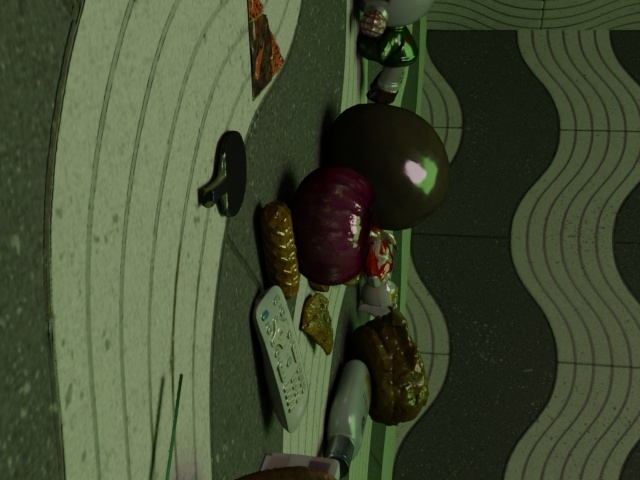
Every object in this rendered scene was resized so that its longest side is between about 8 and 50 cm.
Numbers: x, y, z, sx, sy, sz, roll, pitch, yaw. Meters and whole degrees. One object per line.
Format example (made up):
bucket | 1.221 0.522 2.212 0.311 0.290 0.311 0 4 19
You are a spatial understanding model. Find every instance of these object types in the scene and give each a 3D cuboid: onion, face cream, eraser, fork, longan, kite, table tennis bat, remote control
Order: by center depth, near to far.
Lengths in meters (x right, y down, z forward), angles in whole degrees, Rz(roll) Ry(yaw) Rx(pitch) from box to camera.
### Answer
fork | -0.146 0.238 0.765 0.039 0.021 0.235 68 25 -75
table tennis bat | -0.102 -0.068 0.934 0.158 0.014 0.095 -63 155 -69
kite | -0.075 -0.229 1.068 0.222 0.008 0.125 64 32 -68
remote control | -0.058 0.166 1.158 0.073 0.044 0.229 -52 138 -46
eraser | -0.029 0.323 1.167 0.065 0.105 0.026 -67 157 -60
onion | 0.020 -0.021 1.243 0.177 0.153 0.177 -12 105 -54
longan | 0.119 -0.141 1.553 0.248 0.248 0.248 3 90 -79
face cream | 0.053 0.363 1.708 0.291 0.071 0.144 -62 152 -66

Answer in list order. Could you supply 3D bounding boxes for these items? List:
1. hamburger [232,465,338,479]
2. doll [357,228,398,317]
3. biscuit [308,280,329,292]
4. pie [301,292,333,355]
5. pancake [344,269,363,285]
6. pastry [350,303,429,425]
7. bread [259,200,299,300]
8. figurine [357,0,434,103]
hamburger | -0.025 0.366 0.824 0.245 0.260 0.211 -58 159 -30
doll | 0.123 0.021 1.969 0.188 0.099 0.384 -71 157 -57
biscuit | 0.000 0.000 1.456 0.142 0.028 0.221 -68 158 -60
pie | -0.003 0.139 1.468 0.170 0.034 0.092 61 35 -60
pancake | 0.047 -0.028 1.695 0.266 0.057 0.245 -23 107 -83
pastry | 0.146 0.287 1.881 0.235 0.132 0.240 101 -33 -71
bread | -0.053 0.016 1.128 0.052 0.044 0.157 -83 170 -50
figurine | 0.157 -0.480 1.834 0.281 0.167 0.370 -65 165 -53
